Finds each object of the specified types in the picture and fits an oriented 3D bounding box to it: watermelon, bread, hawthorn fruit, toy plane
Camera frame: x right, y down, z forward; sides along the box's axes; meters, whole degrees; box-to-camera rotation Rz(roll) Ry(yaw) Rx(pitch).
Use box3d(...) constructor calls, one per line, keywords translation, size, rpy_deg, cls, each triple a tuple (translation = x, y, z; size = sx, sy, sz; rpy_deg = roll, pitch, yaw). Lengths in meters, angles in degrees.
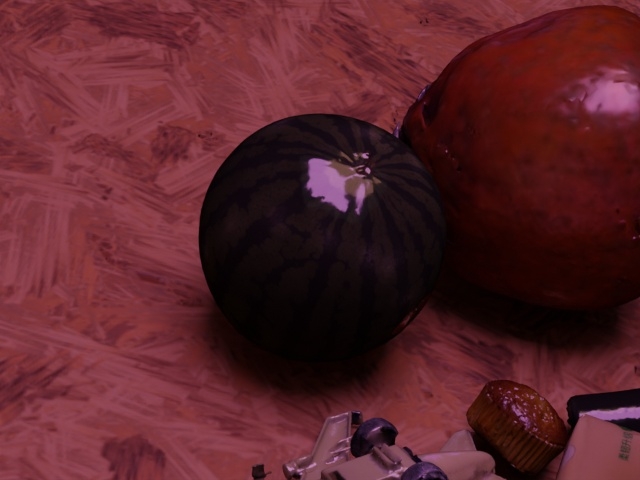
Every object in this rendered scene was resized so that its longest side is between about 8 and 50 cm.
box3d(translation=(0.000, 0.000, 1.479), size=(0.212, 0.212, 0.212), rpy_deg=(7, 40, -6), cls="watermelon")
box3d(translation=(0.163, 0.145, 1.443), size=(0.085, 0.053, 0.085), rpy_deg=(34, 15, -10), cls="bread")
box3d(translation=(0.180, -0.068, 1.577), size=(0.307, 0.276, 0.276), rpy_deg=(-5, 40, 2), cls="hawthorn fruit")
box3d(translation=(0.031, 0.200, 1.341), size=(0.256, 0.104, 0.242), rpy_deg=(-5, 27, -29), cls="toy plane")

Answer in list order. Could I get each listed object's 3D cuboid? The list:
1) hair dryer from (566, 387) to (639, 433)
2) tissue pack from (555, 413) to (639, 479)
box3d(translation=(0.358, 0.091, 1.578), size=(0.303, 0.120, 0.359), rpy_deg=(-4, 29, 3), cls="hair dryer")
box3d(translation=(0.252, 0.249, 1.331), size=(0.186, 0.090, 0.222), rpy_deg=(20, 39, 5), cls="tissue pack")
